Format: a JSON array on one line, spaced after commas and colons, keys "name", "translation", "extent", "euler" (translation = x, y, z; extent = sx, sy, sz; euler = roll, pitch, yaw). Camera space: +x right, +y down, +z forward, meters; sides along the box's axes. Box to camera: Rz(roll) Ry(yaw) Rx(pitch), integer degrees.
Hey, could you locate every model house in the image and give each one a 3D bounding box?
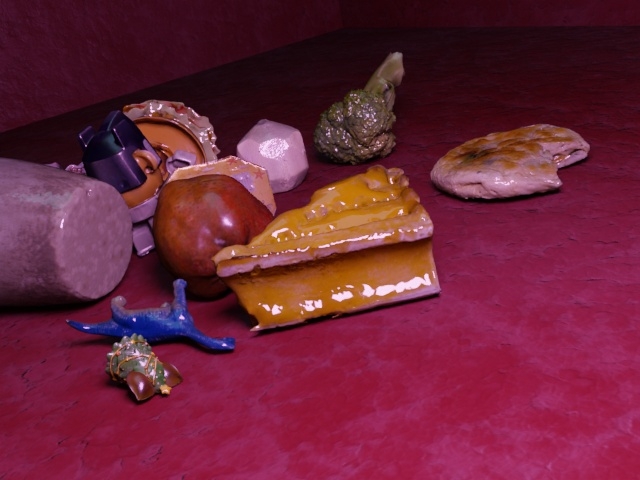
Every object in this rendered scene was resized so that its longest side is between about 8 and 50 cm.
[{"name": "model house", "translation": [-0.195, -0.039, 1.682], "extent": [0.219, 0.207, 0.136], "euler": [-19, -15, -16]}]

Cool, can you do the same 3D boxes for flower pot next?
[{"name": "flower pot", "translation": [-0.541, -0.007, 1.592], "extent": [0.330, 0.293, 0.293], "euler": [6, 27, 24]}]

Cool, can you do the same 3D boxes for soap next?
[{"name": "soap", "translation": [0.000, 0.000, 1.424], "extent": [0.339, 0.169, 0.304], "euler": [-11, 21, -2]}]

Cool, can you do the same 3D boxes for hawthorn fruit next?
[{"name": "hawthorn fruit", "translation": [-0.195, -0.027, 1.517], "extent": [0.208, 0.208, 0.248], "euler": [-20, 47, -20]}]

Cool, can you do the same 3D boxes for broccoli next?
[{"name": "broccoli", "translation": [0.113, -0.283, 2.095], "extent": [0.254, 0.186, 0.302], "euler": [-47, -4, 39]}]

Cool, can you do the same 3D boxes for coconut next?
[{"name": "coconut", "translation": [-0.109, -0.197, 1.985], "extent": [0.161, 0.162, 0.161], "euler": [-11, 21, 4]}]

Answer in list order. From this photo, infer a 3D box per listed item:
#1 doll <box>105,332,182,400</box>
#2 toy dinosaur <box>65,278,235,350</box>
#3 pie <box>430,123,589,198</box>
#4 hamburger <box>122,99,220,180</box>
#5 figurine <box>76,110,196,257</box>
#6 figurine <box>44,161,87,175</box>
[{"name": "doll", "translation": [-0.252, 0.176, 1.233], "extent": [0.113, 0.076, 0.078], "euler": [11, 22, 43]}, {"name": "toy dinosaur", "translation": [-0.266, 0.144, 1.343], "extent": [0.248, 0.075, 0.188], "euler": [-10, 28, -12]}, {"name": "pie", "translation": [0.370, -0.159, 1.757], "extent": [0.338, 0.075, 0.337], "euler": [-11, 21, 4]}, {"name": "hamburger", "translation": [-0.362, -0.189, 1.956], "extent": [0.275, 0.274, 0.212], "euler": [-11, 20, 3]}, {"name": "figurine", "translation": [-0.369, -0.110, 1.726], "extent": [0.309, 0.308, 0.143], "euler": [-10, 32, 6]}, {"name": "figurine", "translation": [-0.632, -0.136, 2.150], "extent": [0.276, 0.133, 0.200], "euler": [-16, 18, -15]}]
